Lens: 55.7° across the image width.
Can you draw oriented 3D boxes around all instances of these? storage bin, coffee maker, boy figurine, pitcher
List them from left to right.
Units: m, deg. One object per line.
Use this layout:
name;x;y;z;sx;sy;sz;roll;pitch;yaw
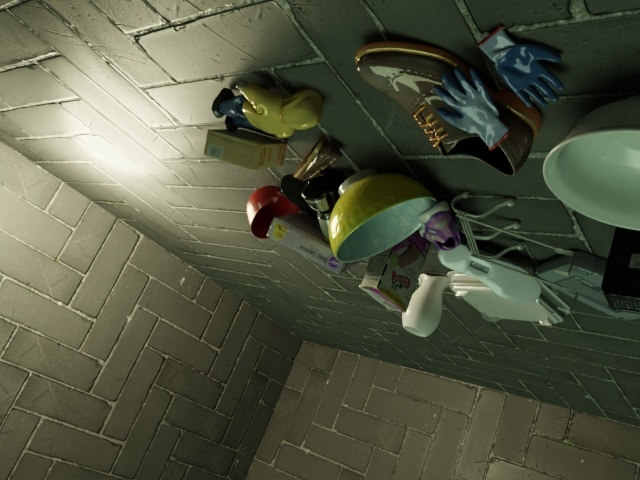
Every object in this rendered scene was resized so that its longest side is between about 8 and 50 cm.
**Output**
boy figurine;-0.120;-0.300;1.381;0.285;0.092;0.177;7;155;38
coffee maker;0.045;-0.107;1.658;0.120;0.171;0.178;4;137;31
pitcher;0.333;0.208;2.051;0.178;0.207;0.125;14;159;29
storage bin;0.679;0.058;1.278;0.122;0.180;0.084;7;155;39

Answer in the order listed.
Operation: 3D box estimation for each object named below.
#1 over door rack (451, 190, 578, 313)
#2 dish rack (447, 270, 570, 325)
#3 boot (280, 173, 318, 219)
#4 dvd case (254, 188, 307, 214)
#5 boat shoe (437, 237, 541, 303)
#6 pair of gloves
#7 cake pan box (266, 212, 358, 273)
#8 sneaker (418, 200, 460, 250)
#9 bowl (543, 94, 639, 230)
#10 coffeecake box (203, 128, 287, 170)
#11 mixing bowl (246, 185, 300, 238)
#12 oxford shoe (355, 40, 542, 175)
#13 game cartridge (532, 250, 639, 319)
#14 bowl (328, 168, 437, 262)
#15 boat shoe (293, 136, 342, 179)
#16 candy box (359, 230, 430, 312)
over door rack;0.482;0.015;1.461;0.324;0.108;0.239;36;171;36
dish rack;0.586;0.191;1.924;0.286;0.072;0.333;36;156;-31
boot;-0.024;-0.103;1.829;0.247;0.083;0.161;28;166;-9
dvd case;-0.117;-0.097;2.040;0.221;0.018;0.164;23;160;3
boat shoe;0.471;0.073;1.695;0.301;0.108;0.102;24;-154;5
pair of gloves;0.293;-0.251;0.997;0.159;0.023;0.198;42;121;-10
cake pan box;0.000;0.000;1.809;0.246;0.070;0.267;29;-166;12
sneaker;0.314;-0.016;1.549;0.104;0.095;0.236;60;-174;18
bowl;0.531;-0.141;0.985;0.298;0.134;0.298;21;160;8
coffeecake box;-0.185;-0.233;1.534;0.142;0.068;0.185;18;-164;15
mixing bowl;-0.161;-0.105;1.886;0.098;0.181;0.181;51;175;29
oxford shoe;0.220;-0.237;1.087;0.364;0.132;0.130;24;162;-2
game cartridge;0.735;0.119;1.580;0.297;0.062;0.198;26;157;-7
bowl;0.131;-0.086;1.516;0.156;0.290;0.289;62;172;20
boat shoe;-0.009;-0.195;1.560;0.073;0.073;0.207;29;161;-12
candy box;0.221;0.071;1.764;0.071;0.233;0.159;3;153;46
